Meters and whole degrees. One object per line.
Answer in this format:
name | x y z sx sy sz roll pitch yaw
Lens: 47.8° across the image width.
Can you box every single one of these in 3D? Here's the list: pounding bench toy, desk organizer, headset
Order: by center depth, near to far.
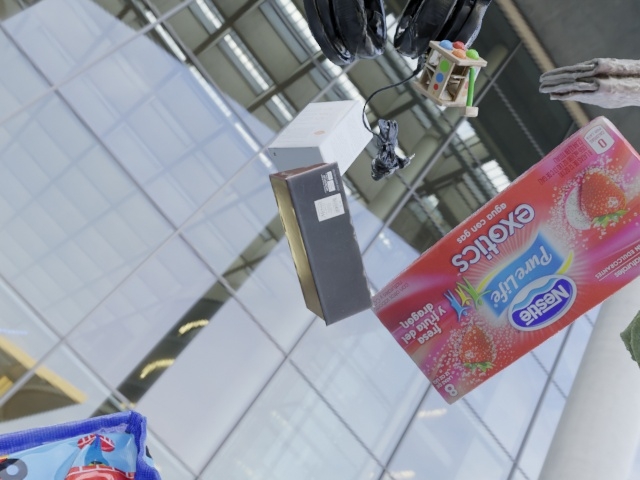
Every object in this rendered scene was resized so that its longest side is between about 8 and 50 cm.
desk organizer | 0.000 0.000 0.609 0.050 0.047 0.130 24 -48 65
pounding bench toy | 0.162 -0.190 0.841 0.083 0.052 0.065 47 -50 35
headset | 0.092 -0.273 0.935 0.244 0.185 0.394 6 -42 7

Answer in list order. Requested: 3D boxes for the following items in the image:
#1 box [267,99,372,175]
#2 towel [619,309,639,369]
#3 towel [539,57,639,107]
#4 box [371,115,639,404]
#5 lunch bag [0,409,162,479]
box | 0.002 -0.195 1.437 0.130 0.170 0.091 5 -47 37
towel | 0.172 0.059 0.264 0.027 0.148 0.110 -7 -41 -14
towel | 0.428 -0.184 0.878 0.283 0.187 0.049 3 -81 -2
box | 0.217 0.018 0.765 0.300 0.154 0.142 -41 -95 20
lunch bag | -0.207 0.218 0.302 0.138 0.293 0.220 -160 -111 -65
